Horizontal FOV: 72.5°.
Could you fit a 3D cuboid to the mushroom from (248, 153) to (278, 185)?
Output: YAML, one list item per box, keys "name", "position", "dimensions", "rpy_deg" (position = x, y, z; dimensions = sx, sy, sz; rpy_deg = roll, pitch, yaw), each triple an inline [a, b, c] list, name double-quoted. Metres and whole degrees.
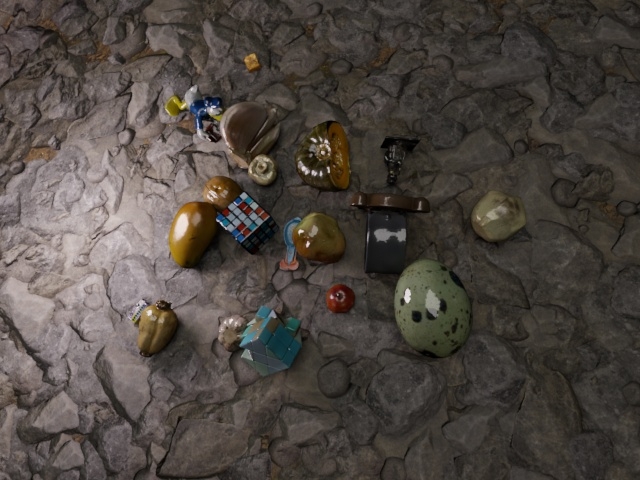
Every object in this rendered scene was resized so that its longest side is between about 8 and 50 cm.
- name: "mushroom"
  position: [-0.268, -0.331, 2.047]
  dimensions: [0.148, 0.112, 0.147]
  rpy_deg: [0, 76, -1]

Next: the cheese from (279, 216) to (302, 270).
- name: "cheese"
  position: [-0.124, 0.014, 1.959]
  dimensions: [0.106, 0.037, 0.255]
  rpy_deg: [6, 75, 11]

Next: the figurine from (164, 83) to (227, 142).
- name: "figurine"
  position: [-0.563, -0.606, 2.100]
  dimensions: [0.205, 0.339, 0.283]
  rpy_deg: [-30, 109, -34]

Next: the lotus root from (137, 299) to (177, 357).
- name: "lotus root"
  position: [-0.705, 0.370, 1.870]
  dimensions: [0.155, 0.140, 0.256]
  rpy_deg: [22, 86, 0]

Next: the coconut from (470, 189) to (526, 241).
- name: "coconut"
  position: [0.734, -0.108, 1.795]
  dimensions: [0.225, 0.224, 0.224]
  rpy_deg: [-2, 72, 7]

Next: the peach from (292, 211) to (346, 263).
- name: "peach"
  position: [0.000, 0.000, 1.856]
  dimensions: [0.235, 0.214, 0.214]
  rpy_deg: [44, 82, -3]

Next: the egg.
- name: "egg"
  position: [0.427, 0.255, 1.664]
  dimensions: [0.288, 0.287, 0.378]
  rpy_deg: [-4, 88, 7]

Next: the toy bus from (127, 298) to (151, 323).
- name: "toy bus"
  position: [-0.803, 0.316, 1.945]
  dimensions: [0.058, 0.052, 0.102]
  rpy_deg: [33, 81, 14]

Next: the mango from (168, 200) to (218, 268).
- name: "mango"
  position: [-0.575, -0.031, 1.954]
  dimensions: [0.211, 0.173, 0.317]
  rpy_deg: [30, 101, 29]

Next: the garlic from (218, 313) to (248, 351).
- name: "garlic"
  position: [-0.357, 0.387, 1.834]
  dimensions: [0.148, 0.102, 0.159]
  rpy_deg: [21, 100, 12]

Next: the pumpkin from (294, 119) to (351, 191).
- name: "pumpkin"
  position: [0.010, -0.366, 1.995]
  dimensions: [0.232, 0.242, 0.324]
  rpy_deg: [-9, 73, 36]

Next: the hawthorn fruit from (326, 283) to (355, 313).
- name: "hawthorn fruit"
  position: [0.087, 0.243, 1.812]
  dimensions: [0.125, 0.140, 0.125]
  rpy_deg: [4, 80, -24]

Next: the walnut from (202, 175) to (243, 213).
- name: "walnut"
  position: [-0.446, -0.210, 2.012]
  dimensions: [0.207, 0.167, 0.167]
  rpy_deg: [34, 80, 19]

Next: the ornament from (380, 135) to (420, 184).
- name: "ornament"
  position: [0.348, -0.346, 1.964]
  dimensions: [0.154, 0.166, 0.195]
  rpy_deg: [6, 85, 0]

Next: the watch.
- name: "watch"
  position: [0.268, -0.024, 1.801]
  dimensions: [0.315, 0.335, 0.326]
  rpy_deg: [5, 92, 4]

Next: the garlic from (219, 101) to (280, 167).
- name: "garlic"
  position: [-0.343, -0.519, 2.065]
  dimensions: [0.132, 0.279, 0.324]
  rpy_deg: [22, 83, 50]

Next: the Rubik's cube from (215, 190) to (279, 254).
- name: "Rubik's cube"
  position: [-0.320, -0.073, 1.936]
  dimensions: [0.184, 0.182, 0.187]
  rpy_deg: [40, 82, 16]

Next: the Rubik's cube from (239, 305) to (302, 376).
- name: "Rubik's cube"
  position: [-0.179, 0.399, 1.741]
  dimensions: [0.265, 0.224, 0.213]
  rpy_deg: [48, 40, -14]

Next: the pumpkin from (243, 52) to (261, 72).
- name: "pumpkin"
  position: [-0.359, -0.932, 2.290]
  dimensions: [0.074, 0.054, 0.083]
  rpy_deg: [-21, 92, 4]
